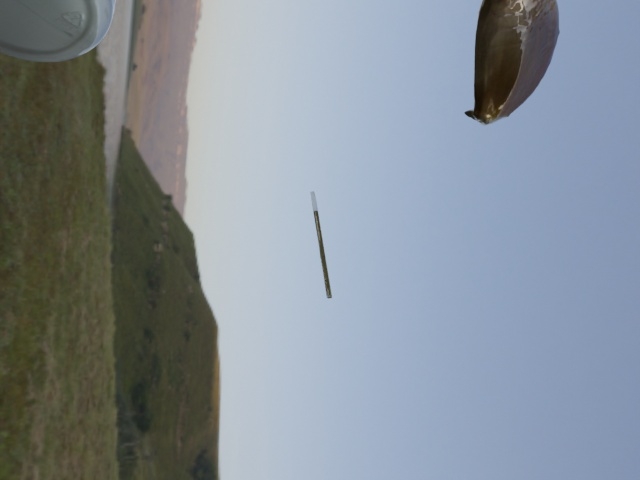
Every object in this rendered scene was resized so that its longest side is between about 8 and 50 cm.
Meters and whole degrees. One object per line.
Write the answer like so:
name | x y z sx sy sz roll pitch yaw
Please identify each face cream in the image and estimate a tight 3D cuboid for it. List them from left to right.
face cream | -0.346 -0.350 0.743 0.201 0.201 0.187 122 -29 -54

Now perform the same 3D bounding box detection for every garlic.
garlic | 0.215 -0.237 0.695 0.128 0.091 0.198 -50 154 -30

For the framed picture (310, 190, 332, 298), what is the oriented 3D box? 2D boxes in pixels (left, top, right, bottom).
framed picture | 0.000 0.000 0.999 0.201 0.010 0.135 -102 -177 -77
